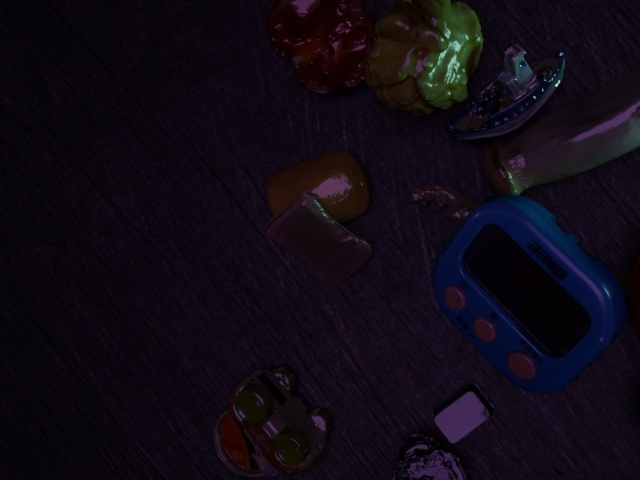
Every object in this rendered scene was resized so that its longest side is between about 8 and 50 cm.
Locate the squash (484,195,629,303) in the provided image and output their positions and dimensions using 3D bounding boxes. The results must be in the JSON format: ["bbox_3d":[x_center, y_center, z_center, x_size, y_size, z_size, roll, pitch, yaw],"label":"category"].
[{"bbox_3d":[0.460,0.010,1.727,0.203,0.111,0.289,-23,85,8],"label":"squash"}]

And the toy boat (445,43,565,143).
[{"bbox_3d":[0.353,-0.287,1.747,0.262,0.114,0.115,-43,123,11],"label":"toy boat"}]

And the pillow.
[{"bbox_3d":[-0.002,0.002,1.816,0.135,0.034,0.211,-42,113,18],"label":"pillow"}]

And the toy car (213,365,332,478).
[{"bbox_3d":[-0.115,0.394,1.842,0.235,0.145,0.235,6,105,24],"label":"toy car"}]

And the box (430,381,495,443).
[{"bbox_3d":[0.279,0.342,1.780,0.122,0.069,0.084,-40,83,8],"label":"box"}]

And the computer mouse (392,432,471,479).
[{"bbox_3d":[0.230,0.487,1.782,0.146,0.077,0.242,-22,88,10],"label":"computer mouse"}]

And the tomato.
[{"bbox_3d":[0.011,-0.425,1.825,0.200,0.139,0.233,-27,118,17],"label":"tomato"}]

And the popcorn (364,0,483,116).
[{"bbox_3d":[0.198,-0.353,1.742,0.256,0.255,0.195,-32,41,-18],"label":"popcorn"}]

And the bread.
[{"bbox_3d":[-0.009,-0.096,1.841,0.217,0.098,0.147,-21,81,9],"label":"bread"}]

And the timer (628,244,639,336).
[{"bbox_3d":[0.738,0.089,1.587,0.378,0.279,0.378,-1,85,11],"label":"timer"}]

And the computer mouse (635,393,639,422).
[{"bbox_3d":[0.689,0.366,1.686,0.147,0.088,0.264,-35,81,-8],"label":"computer mouse"}]

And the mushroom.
[{"bbox_3d":[0.501,-0.199,1.712,0.407,0.154,0.137,-30,127,11],"label":"mushroom"}]

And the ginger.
[{"bbox_3d":[0.265,-0.065,1.809,0.173,0.051,0.069,33,89,16],"label":"ginger"}]

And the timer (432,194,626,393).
[{"bbox_3d":[0.379,0.098,1.669,0.340,0.115,0.309,47,136,18],"label":"timer"}]
